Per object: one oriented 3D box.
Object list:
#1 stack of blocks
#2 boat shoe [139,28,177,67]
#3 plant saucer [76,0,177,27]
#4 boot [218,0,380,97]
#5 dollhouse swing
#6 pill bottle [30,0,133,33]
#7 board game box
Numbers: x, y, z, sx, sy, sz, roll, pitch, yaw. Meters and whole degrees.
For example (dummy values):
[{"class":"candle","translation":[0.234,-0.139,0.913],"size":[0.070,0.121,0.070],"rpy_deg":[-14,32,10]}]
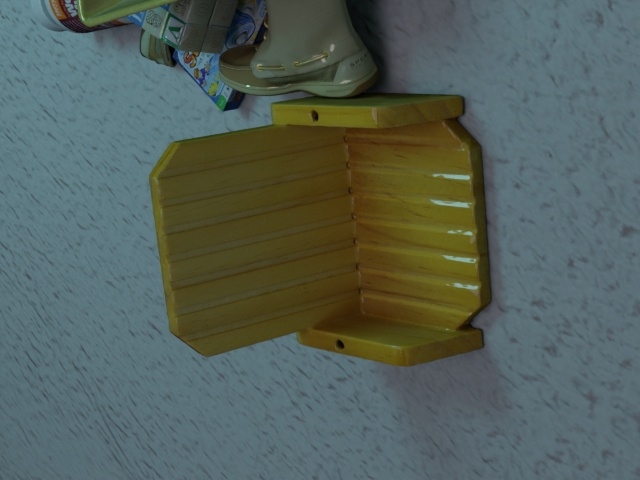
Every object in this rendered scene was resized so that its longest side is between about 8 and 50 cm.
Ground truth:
[{"class":"stack of blocks","translation":[-0.152,-0.417,1.636],"size":[0.171,0.087,0.297],"rpy_deg":[36,115,33]},{"class":"boat shoe","translation":[-0.232,-0.358,1.811],"size":[0.072,0.068,0.190],"rpy_deg":[30,135,20]},{"class":"plant saucer","translation":[-0.196,-0.466,1.513],"size":[0.333,0.081,0.332],"rpy_deg":[-5,90,40]},{"class":"boot","translation":[-0.058,-0.298,1.574],"size":[0.262,0.095,0.203],"rpy_deg":[11,135,39]},{"class":"dollhouse swing","translation":[0.000,0.000,1.519],"size":[0.315,0.305,0.346],"rpy_deg":[8,109,44]},{"class":"pill bottle","translation":[-0.370,-0.400,1.886],"size":[0.221,0.121,0.121],"rpy_deg":[1,104,45]},{"class":"board game box","translation":[-0.141,-0.313,1.745],"size":[0.136,0.035,0.201],"rpy_deg":[48,132,23]}]
